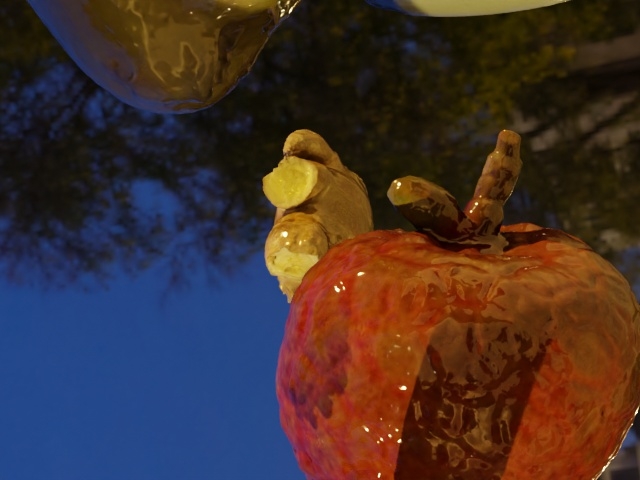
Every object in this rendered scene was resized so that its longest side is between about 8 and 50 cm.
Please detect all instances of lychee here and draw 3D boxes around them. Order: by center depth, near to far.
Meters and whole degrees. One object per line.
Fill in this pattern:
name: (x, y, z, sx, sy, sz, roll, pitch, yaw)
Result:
lychee: (0.099, 0.079, 0.931, 0.255, 0.255, 0.299, -45, -36, -65)

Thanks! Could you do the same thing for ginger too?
ginger: (0.000, 0.000, 1.401, 0.157, 0.102, 0.216, 56, -145, -52)

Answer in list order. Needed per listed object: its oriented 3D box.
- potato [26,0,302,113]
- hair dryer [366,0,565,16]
potato: (-0.082, -0.225, 0.585, 0.202, 0.218, 0.350, 10, -116, -68)
hair dryer: (0.175, -0.229, 0.638, 0.119, 0.296, 0.298, 55, -130, -40)
